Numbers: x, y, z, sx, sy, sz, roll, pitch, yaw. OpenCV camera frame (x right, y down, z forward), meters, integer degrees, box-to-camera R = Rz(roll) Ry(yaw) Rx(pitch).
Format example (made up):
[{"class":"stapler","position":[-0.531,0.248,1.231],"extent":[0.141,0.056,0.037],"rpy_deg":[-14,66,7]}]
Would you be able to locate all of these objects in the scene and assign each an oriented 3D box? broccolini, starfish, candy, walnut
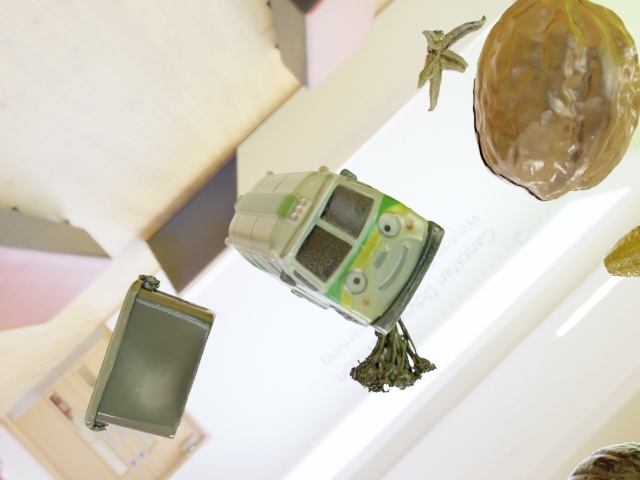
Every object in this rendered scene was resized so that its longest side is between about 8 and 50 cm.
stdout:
[{"class":"broccolini","position":[0.061,0.128,1.155],"extent":[0.123,0.271,0.062],"rpy_deg":[-33,169,-7]},{"class":"starfish","position":[0.210,-0.300,1.257],"extent":[0.208,0.053,0.176],"rpy_deg":[-26,137,-44]},{"class":"candy","position":[0.542,0.006,1.159],"extent":[0.199,0.094,0.106],"rpy_deg":[-30,-159,44]},{"class":"walnut","position":[0.278,-0.167,0.861],"extent":[0.198,0.198,0.245],"rpy_deg":[-40,135,-72]}]

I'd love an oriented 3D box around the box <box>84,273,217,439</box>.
[{"class":"box","position":[-0.254,0.185,1.123],"extent":[0.163,0.135,0.243],"rpy_deg":[143,-36,-83]}]

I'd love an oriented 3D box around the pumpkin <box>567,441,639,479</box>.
[{"class":"pumpkin","position":[0.477,0.396,1.024],"extent":[0.248,0.248,0.248],"rpy_deg":[-43,179,-1]}]

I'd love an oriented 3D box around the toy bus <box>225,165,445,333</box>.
[{"class":"toy bus","position":[0.000,0.000,0.821],"extent":[0.133,0.165,0.276],"rpy_deg":[-60,-162,-8]}]
